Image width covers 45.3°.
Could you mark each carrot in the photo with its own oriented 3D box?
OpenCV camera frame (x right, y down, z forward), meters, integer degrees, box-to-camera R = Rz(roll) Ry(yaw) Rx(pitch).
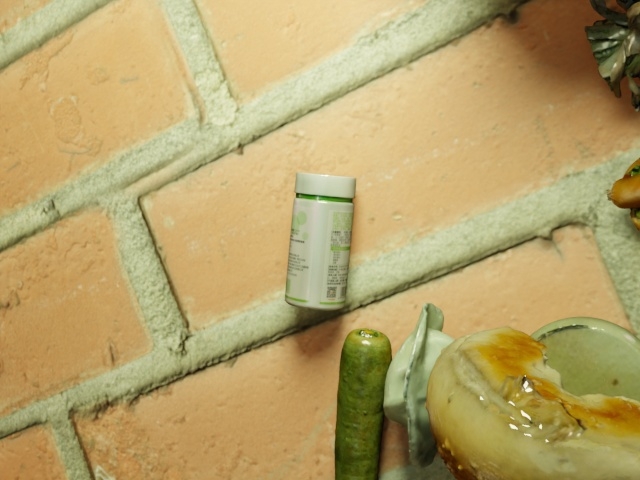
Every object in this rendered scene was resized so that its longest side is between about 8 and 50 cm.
[{"bbox_3d":[0.054,0.300,1.069,0.074,0.074,0.358,6,97,20],"label":"carrot"}]

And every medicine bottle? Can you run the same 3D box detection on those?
[{"bbox_3d":[0.000,0.000,1.064,0.086,0.086,0.183,7,95,20],"label":"medicine bottle"}]

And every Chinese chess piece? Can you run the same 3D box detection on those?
[{"bbox_3d":[0.328,0.189,0.956,0.188,0.083,0.188,0,90,23],"label":"Chinese chess piece"}]

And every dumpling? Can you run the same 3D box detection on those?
[{"bbox_3d":[0.124,0.190,0.999,0.108,0.153,0.219,1,94,48],"label":"dumpling"}]

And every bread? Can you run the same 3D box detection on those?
[{"bbox_3d":[0.232,0.224,0.825,0.314,0.192,0.171,29,114,39],"label":"bread"}]

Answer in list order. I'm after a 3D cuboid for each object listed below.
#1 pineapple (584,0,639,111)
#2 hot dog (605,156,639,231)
[{"bbox_3d":[0.433,-0.247,0.841,0.272,0.262,0.262,-19,86,37],"label":"pineapple"},{"bbox_3d":[0.490,-0.079,0.845,0.337,0.100,0.135,-16,86,32],"label":"hot dog"}]
